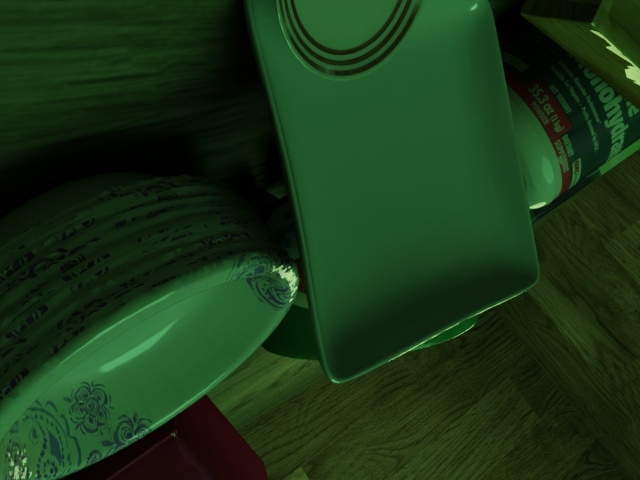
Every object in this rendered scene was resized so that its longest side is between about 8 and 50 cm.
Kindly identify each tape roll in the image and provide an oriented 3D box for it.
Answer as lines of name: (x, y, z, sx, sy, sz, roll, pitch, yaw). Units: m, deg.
tape roll: (0.063, 0.086, 0.905, 0.321, 0.077, 0.321, -7, -173, 1)

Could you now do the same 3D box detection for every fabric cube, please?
fabric cube: (-0.244, 0.385, 0.929, 0.259, 0.258, 0.254, -35, -162, -2)

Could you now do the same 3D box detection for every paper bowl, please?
paper bowl: (-0.168, 0.057, 0.503, 0.284, 0.148, 0.284, -33, 161, -13)

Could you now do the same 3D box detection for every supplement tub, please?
supplement tub: (0.298, -0.182, 0.731, 0.272, 0.191, 0.191, -35, 164, -3)

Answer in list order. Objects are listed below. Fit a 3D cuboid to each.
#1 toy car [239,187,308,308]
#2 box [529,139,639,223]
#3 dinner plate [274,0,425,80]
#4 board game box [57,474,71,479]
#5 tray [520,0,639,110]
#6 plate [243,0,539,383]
toy car: (0.038, -0.068, 0.605, 0.210, 0.219, 0.238, -22, 130, -40)
box: (0.259, -0.095, 0.902, 0.322, 0.058, 0.232, -35, -154, -5)
dinner plate: (0.023, -0.177, 0.409, 0.141, 0.017, 0.141, -27, 134, -32)
board game box: (-0.373, 0.261, 0.757, 0.043, 0.092, 0.181, -11, 165, 5)
tray: (0.362, -0.213, 0.572, 0.411, 0.076, 0.203, 15, 103, -40)
plate: (0.069, -0.062, 0.509, 0.278, 0.277, 0.045, -17, -173, -38)
